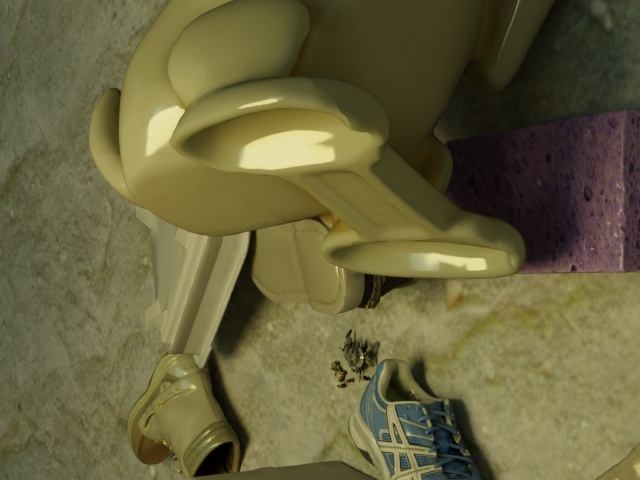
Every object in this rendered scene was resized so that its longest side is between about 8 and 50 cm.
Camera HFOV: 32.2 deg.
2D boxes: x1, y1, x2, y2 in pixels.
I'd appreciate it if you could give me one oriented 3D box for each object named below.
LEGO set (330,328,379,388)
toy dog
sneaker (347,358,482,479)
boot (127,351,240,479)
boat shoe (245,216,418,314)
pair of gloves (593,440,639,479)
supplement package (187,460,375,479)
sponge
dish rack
[{"bbox_3d":[0.029,0.122,1.114,0.054,0.023,0.083,60,138,38],"label":"LEGO set"},{"bbox_3d":[0.017,-0.198,0.887,0.395,0.284,0.408,-6,62,45],"label":"toy dog"},{"bbox_3d":[0.090,0.185,0.965,0.211,0.080,0.081,46,130,47],"label":"sneaker"},{"bbox_3d":[-0.172,0.257,1.397,0.165,0.077,0.213,59,137,35],"label":"boot"},{"bbox_3d":[0.000,0.000,1.084,0.324,0.097,0.116,-165,63,-68],"label":"boat shoe"},{"bbox_3d":[0.278,0.209,0.701,0.204,0.042,0.240,-58,46,36],"label":"pair of gloves"},{"bbox_3d":[0.015,0.327,0.996,0.293,0.177,0.175,12,100,58],"label":"supplement package"},{"bbox_3d":[0.171,-0.031,0.875,0.210,0.031,0.117,-3,87,59],"label":"sponge"},{"bbox_3d":[-0.157,-0.037,1.281,0.333,0.072,0.285,116,150,-53],"label":"dish rack"}]
